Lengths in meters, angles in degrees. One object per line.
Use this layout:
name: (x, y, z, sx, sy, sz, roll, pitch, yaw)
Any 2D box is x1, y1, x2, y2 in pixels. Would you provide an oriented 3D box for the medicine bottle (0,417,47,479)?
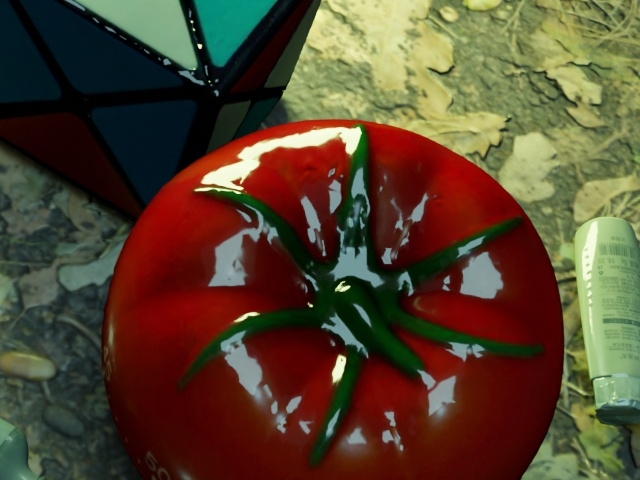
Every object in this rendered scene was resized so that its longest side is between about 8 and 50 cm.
medicine bottle: (-0.294, 0.180, 1.303, 0.208, 0.053, 0.090, 30, 57, 3)

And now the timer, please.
timer: (0.008, 0.089, 1.305, 0.378, 0.279, 0.378, 5, 65, -10)

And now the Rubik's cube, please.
Rubik's cube: (-0.159, -0.197, 1.452, 0.246, 0.248, 0.250, 32, 56, 3)

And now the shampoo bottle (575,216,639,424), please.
shampoo bottle: (0.286, 0.076, 1.532, 0.072, 0.049, 0.212, 12, 57, -13)
